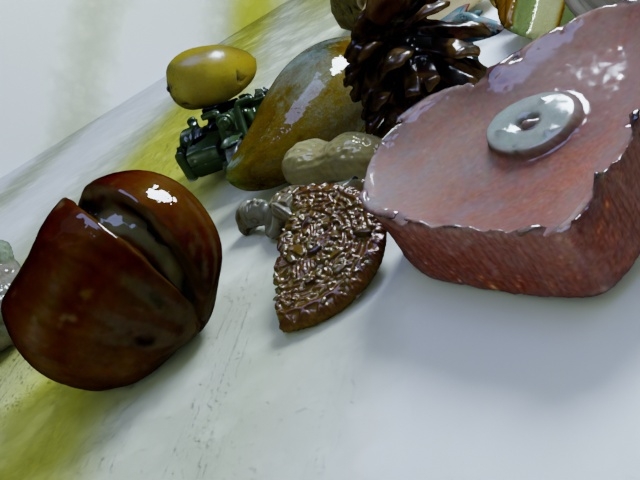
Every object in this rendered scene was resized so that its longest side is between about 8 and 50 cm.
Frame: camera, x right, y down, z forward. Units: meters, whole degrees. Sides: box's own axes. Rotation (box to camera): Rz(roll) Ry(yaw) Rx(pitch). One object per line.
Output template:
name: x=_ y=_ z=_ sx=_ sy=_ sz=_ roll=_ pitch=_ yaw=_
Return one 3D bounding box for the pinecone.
pinecone: x=0.129 y=-0.229 z=0.989 sx=0.202 sy=0.229 sz=0.201 roll=-16 pitch=68 yaw=-2

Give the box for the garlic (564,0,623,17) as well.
garlic: x=0.442 y=-0.402 z=0.928 sx=0.317 sy=0.260 sz=0.317 roll=-20 pitch=23 yaw=9

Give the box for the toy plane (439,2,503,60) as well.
toy plane: x=0.204 y=-0.328 z=1.231 sx=0.223 sy=0.104 sz=0.326 roll=-35 pitch=29 yaw=-13

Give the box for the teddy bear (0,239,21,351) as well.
teddy bear: x=-0.541 y=0.116 z=1.084 sx=0.267 sy=0.151 sz=0.236 roll=-21 pitch=23 yaw=9

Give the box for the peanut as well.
peanut: x=0.030 y=-0.098 z=0.976 sx=0.187 sy=0.082 sz=0.082 roll=-4 pitch=33 yaw=41

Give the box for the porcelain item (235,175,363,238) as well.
porcelain item: x=-0.036 y=-0.039 z=0.967 sx=0.213 sy=0.054 sz=0.084 roll=-3 pitch=34 yaw=46

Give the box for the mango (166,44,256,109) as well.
mango: x=-0.177 y=-0.278 z=1.271 sx=0.137 sy=0.098 sz=0.195 roll=-12 pitch=10 yaw=40

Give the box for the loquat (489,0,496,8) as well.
loquat: x=0.351 y=-0.452 z=1.275 sx=0.163 sy=0.137 sz=0.163 roll=-40 pitch=24 yaw=22

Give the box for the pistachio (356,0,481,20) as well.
pistachio: x=0.212 y=-0.502 z=1.505 sx=0.299 sy=0.188 sz=0.187 roll=-22 pitch=24 yaw=29

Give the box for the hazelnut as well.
hazelnut: x=-0.221 y=0.049 z=0.836 sx=0.251 sy=0.217 sz=0.217 roll=-50 pitch=30 yaw=-21

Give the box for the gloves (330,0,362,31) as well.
gloves: x=0.102 y=-0.557 z=1.755 sx=0.154 sy=0.141 sz=0.331 roll=4 pitch=20 yaw=8

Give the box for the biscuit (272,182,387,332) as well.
biscuit: x=0.010 y=0.003 z=0.804 sx=0.125 sy=0.025 sz=0.206 roll=-14 pitch=44 yaw=17

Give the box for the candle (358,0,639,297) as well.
candle: x=0.203 y=-0.060 z=0.673 sx=0.316 sy=0.131 sz=0.287 roll=-32 pitch=29 yaw=16

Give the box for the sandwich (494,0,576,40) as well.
sandwich: x=0.318 y=-0.329 z=1.131 sx=0.144 sy=0.117 sz=0.187 roll=115 pitch=174 yaw=-66

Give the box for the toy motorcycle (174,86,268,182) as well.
toy motorcycle: x=-0.169 y=-0.177 z=1.299 sx=0.205 sy=0.127 sz=0.275 roll=-17 pitch=23 yaw=18

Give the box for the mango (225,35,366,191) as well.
mango: x=-0.020 y=-0.191 z=1.143 sx=0.316 sy=0.146 sz=0.192 roll=-45 pitch=31 yaw=-22
